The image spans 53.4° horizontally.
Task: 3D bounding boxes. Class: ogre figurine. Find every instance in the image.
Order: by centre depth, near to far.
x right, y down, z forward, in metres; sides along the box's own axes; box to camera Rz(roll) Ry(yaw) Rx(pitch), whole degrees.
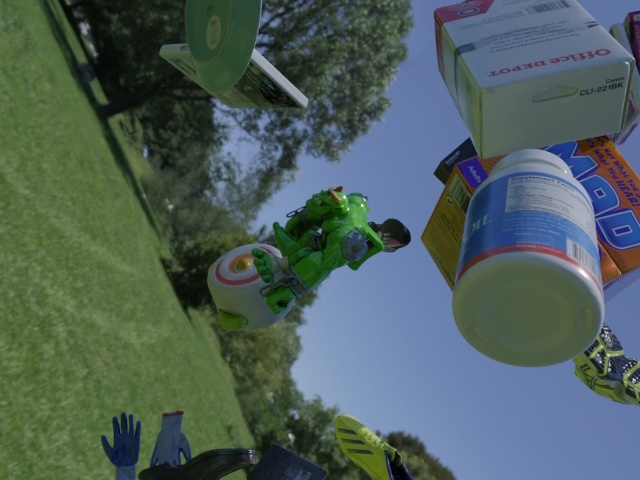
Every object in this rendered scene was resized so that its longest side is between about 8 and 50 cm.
[{"bbox_3d":[0.000,0.000,0.707,0.096,0.118,0.197,63,16,-1],"label":"ogre figurine"}]

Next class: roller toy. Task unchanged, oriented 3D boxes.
[{"bbox_3d":[-0.166,0.102,1.516,0.209,0.191,0.146,-113,-174,-55],"label":"roller toy"}]

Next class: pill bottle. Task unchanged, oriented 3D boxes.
[{"bbox_3d":[0.199,0.003,0.610,0.221,0.124,0.124,-64,144,-52],"label":"pill bottle"}]

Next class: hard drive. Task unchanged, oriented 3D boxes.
[{"bbox_3d":[-0.068,0.472,1.273,0.135,0.094,0.022,16,-45,32],"label":"hard drive"}]

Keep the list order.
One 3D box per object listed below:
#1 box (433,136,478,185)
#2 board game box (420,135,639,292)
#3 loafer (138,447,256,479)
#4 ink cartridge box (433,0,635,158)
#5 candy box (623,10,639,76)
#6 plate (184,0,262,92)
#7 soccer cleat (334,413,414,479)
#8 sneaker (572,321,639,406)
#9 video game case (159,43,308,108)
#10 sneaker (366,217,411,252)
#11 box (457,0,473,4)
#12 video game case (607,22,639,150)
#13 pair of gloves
[{"bbox_3d":[0.501,-0.233,1.911,0.184,0.261,0.103,48,-15,7],"label":"box"},{"bbox_3d":[0.501,-0.002,1.461,0.356,0.357,0.356,62,-16,21],"label":"board game box"},{"bbox_3d":[-0.165,0.330,0.875,0.062,0.170,0.061,57,15,-59],"label":"loafer"},{"bbox_3d":[0.290,-0.250,0.912,0.272,0.197,0.114,-96,173,-50],"label":"ink cartridge box"},{"bbox_3d":[0.778,-0.415,1.343,0.071,0.234,0.159,32,53,-75],"label":"candy box"},{"bbox_3d":[-0.124,-0.270,0.749,0.188,0.024,0.188,4,-85,54],"label":"plate"},{"bbox_3d":[0.133,0.486,1.434,0.289,0.094,0.121,48,-54,42],"label":"soccer cleat"},{"bbox_3d":[0.732,0.330,1.701,0.385,0.145,0.147,45,-34,-21],"label":"sneaker"},{"bbox_3d":[-0.139,-0.269,1.049,0.173,0.022,0.190,8,-13,32],"label":"video game case"},{"bbox_3d":[0.164,-0.005,1.485,0.077,0.072,0.178,33,-7,-23],"label":"sneaker"},{"bbox_3d":[0.488,-0.603,1.877,0.159,0.044,0.233,-11,-74,44],"label":"box"},{"bbox_3d":[0.668,-0.333,1.444,0.285,0.025,0.203,42,36,-74],"label":"video game case"},{"bbox_3d":[-0.383,0.457,1.399,0.023,0.198,0.159,100,-13,-75],"label":"pair of gloves"}]
